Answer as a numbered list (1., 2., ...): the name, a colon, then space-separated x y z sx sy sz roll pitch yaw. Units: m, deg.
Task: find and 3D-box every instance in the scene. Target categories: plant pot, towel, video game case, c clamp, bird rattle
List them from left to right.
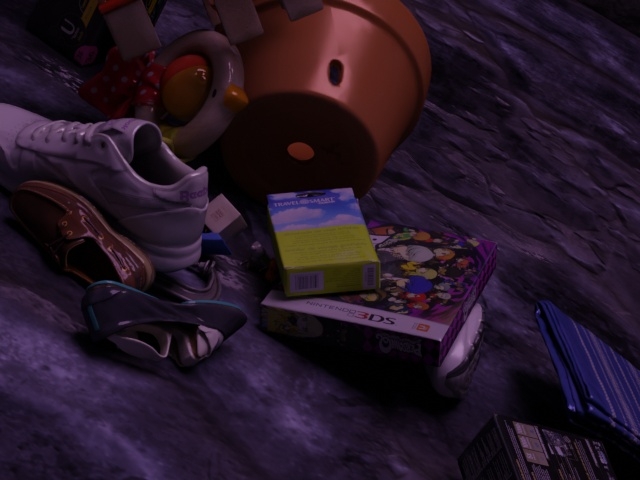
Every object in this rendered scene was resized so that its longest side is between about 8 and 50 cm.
1. c clamp: -0.175 0.015 1.829 0.161 0.022 0.137 30 24 1
2. bird rattle: -0.170 -0.163 1.984 0.143 0.207 0.253 35 27 -36
3. plant pot: -0.014 -0.170 2.091 0.291 0.291 0.203 25 41 -11
4. video game case: 0.070 0.051 1.870 0.210 0.042 0.232 11 31 18
5. towel: 0.391 0.221 1.968 0.336 0.040 0.243 37 19 -22

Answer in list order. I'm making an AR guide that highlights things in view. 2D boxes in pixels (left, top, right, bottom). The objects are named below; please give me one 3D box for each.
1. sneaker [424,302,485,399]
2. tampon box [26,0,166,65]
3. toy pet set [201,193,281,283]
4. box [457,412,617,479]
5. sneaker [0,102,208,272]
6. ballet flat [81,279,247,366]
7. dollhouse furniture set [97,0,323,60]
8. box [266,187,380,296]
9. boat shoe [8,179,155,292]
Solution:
1. sneaker: 0.118 0.091 1.943 0.129 0.111 0.297 8 25 -9
2. tampon box: -0.293 -0.318 2.219 0.101 0.120 0.161 35 25 12
3. toy pet set: -0.109 0.006 1.902 0.122 0.065 0.114 47 -7 27
4. box: 0.239 0.280 1.689 0.147 0.077 0.180 16 35 -28
5. sneaker: -0.243 -0.093 1.785 0.305 0.152 0.114 28 35 15
6. ballet flat: -0.154 0.092 1.664 0.203 0.074 0.074 15 28 -43
7. dollhouse furniture set: -0.143 -0.325 1.954 0.262 0.259 0.135 -118 -173 -65
8. box: 0.000 0.000 1.872 0.109 0.042 0.178 -5 28 -7
9. boat shoe: -0.255 -0.001 1.721 0.178 0.064 0.060 37 23 8
